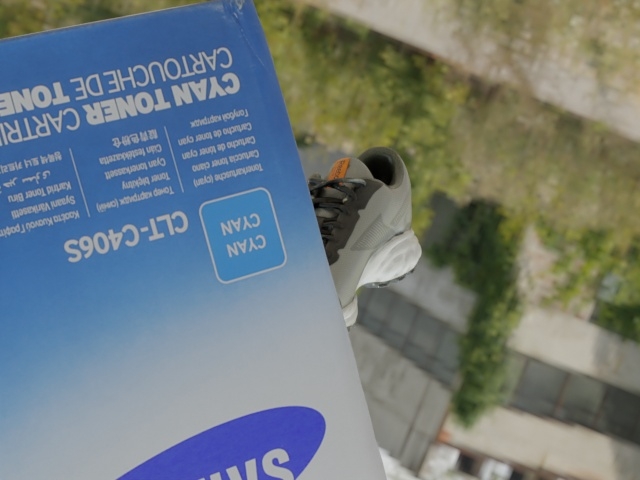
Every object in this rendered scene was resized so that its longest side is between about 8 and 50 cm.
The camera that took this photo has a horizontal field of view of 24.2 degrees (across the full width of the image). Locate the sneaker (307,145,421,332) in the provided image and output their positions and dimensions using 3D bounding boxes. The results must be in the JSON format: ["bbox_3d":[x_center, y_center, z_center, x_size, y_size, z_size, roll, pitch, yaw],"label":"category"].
[{"bbox_3d":[0.000,0.000,1.144,0.100,0.108,0.271,7,-159,21],"label":"sneaker"}]

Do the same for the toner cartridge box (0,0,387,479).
[{"bbox_3d":[-0.156,0.053,0.359,0.347,0.165,0.075,-17,-176,-32],"label":"toner cartridge box"}]
